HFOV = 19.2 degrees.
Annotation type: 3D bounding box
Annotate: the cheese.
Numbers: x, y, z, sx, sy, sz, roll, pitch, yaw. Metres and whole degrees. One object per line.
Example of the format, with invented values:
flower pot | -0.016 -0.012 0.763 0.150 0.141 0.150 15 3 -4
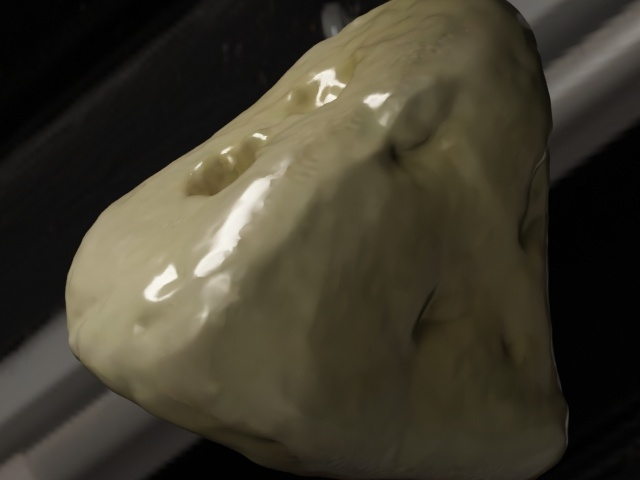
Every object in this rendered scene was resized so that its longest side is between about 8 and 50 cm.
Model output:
cheese | -0.001 0.000 0.908 0.248 0.173 0.251 -3 -74 -38
